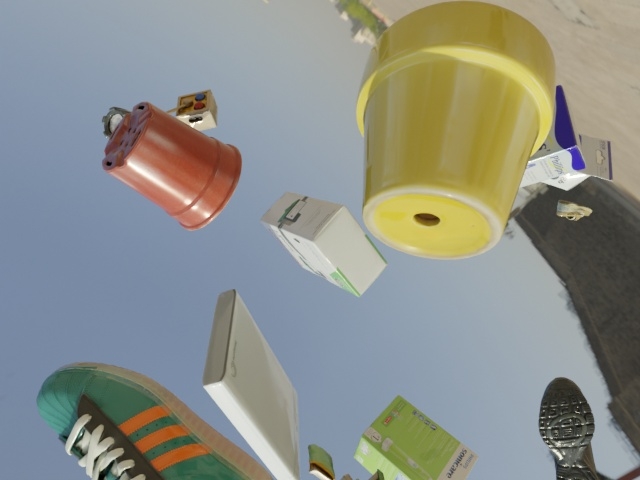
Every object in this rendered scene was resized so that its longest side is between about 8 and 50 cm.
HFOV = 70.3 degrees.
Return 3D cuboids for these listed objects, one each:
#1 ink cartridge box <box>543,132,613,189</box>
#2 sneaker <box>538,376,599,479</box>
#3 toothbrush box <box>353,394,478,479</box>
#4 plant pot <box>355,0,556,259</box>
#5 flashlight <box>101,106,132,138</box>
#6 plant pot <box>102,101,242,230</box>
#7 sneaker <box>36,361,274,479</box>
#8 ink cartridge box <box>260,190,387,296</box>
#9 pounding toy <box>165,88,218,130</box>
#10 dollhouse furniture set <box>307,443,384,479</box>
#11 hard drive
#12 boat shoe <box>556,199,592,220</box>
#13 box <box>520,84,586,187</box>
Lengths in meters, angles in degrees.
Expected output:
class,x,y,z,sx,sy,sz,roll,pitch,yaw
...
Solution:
class,x,y,z,sx,sy,sz,roll,pitch,yaw
ink cartridge box,0.498,-0.217,1.067,0.332,0.065,0.166,21,-131,11
sneaker,0.538,0.428,0.995,0.130,0.108,0.287,-29,-70,-66
toothbrush box,0.273,0.628,1.319,0.283,0.122,0.206,31,-140,27
plant pot,0.156,-0.118,0.582,0.253,0.254,0.239,29,-118,-24
flashlight,-0.532,-0.336,1.435,0.103,0.103,0.304,19,-173,23
plant pot,-0.395,-0.205,1.193,0.265,0.272,0.273,33,-157,-44
sneaker,-0.187,0.244,0.485,0.302,0.108,0.121,32,-162,0
ink cartridge box,0.000,0.000,0.882,0.160,0.093,0.219,50,164,-30
pounding toy,-0.411,-0.412,1.442,0.100,0.141,0.130,75,-175,-51
dollhouse furniture set,0.048,0.434,0.860,0.151,0.059,0.076,40,-171,-9
hard drive,-0.125,0.302,0.927,0.233,0.047,0.353,-96,-14,-56
boat shoe,0.682,-0.078,1.230,0.135,0.045,0.050,8,-164,-30
box,0.340,-0.163,0.741,0.072,0.137,0.126,32,-129,-44
